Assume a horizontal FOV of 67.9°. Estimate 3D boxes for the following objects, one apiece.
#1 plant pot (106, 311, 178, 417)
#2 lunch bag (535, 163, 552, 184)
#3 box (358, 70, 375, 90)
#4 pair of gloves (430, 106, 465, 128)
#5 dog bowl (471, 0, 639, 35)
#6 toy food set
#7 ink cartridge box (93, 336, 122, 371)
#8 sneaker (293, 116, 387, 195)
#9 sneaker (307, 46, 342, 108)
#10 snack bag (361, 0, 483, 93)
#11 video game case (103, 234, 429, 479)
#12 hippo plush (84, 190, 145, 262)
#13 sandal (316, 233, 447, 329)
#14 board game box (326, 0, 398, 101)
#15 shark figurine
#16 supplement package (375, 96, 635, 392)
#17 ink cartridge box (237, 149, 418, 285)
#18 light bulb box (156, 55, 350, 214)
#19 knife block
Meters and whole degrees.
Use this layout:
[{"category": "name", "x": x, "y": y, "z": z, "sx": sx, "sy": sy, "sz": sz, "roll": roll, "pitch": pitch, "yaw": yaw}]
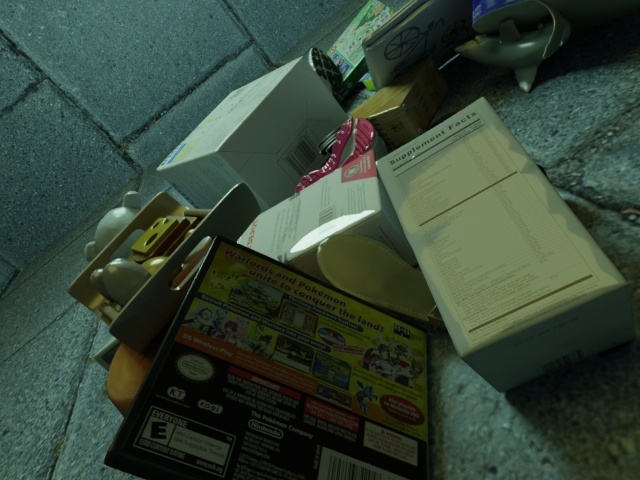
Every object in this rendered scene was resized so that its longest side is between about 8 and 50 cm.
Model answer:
[{"category": "plant pot", "x": -0.118, "y": 0.166, "z": 0.600, "sx": 0.291, "sy": 0.203, "sz": 0.290, "roll": -29, "pitch": 30, "yaw": 18}, {"category": "lunch bag", "x": 0.245, "y": -0.047, "z": 0.611, "sx": 0.098, "sy": 0.067, "sz": 0.065, "roll": -52, "pitch": 30, "yaw": -20}, {"category": "box", "x": 0.197, "y": -0.469, "z": 1.313, "sx": 0.109, "sy": 0.042, "sz": 0.178, "roll": -47, "pitch": 27, "yaw": -16}, {"category": "pair of gloves", "x": 0.251, "y": -0.229, "z": 0.930, "sx": 0.074, "sy": 0.010, "sz": 0.083, "roll": -25, "pitch": 30, "yaw": 26}, {"category": "dog bowl", "x": 0.391, "y": -0.426, "z": 0.796, "sx": 0.265, "sy": 0.104, "sz": 0.265, "roll": -2, "pitch": 10, "yaw": 0}, {"category": "toy food set", "x": -0.232, "y": 0.012, "z": 0.642, "sx": 0.306, "sy": 0.092, "sz": 0.219, "roll": 7, "pitch": 54, "yaw": 54}, {"category": "ink cartridge box", "x": -0.402, "y": 0.186, "z": 1.107, "sx": 0.189, "sy": 0.066, "sz": 0.232, "roll": -40, "pitch": 7, "yaw": 1}, {"category": "sneaker", "x": 0.046, "y": -0.111, "z": 0.929, "sx": 0.252, "sy": 0.111, "sz": 0.103, "roll": -49, "pitch": 56, "yaw": 23}, {"category": "sneaker", "x": -0.012, "y": -0.440, "z": 1.382, "sx": 0.110, "sy": 0.107, "sz": 0.275, "roll": -25, "pitch": 60, "yaw": 45}, {"category": "snack bag", "x": 0.252, "y": -0.450, "z": 1.020, "sx": 0.343, "sy": 0.037, "sz": 0.323, "roll": -35, "pitch": -12, "yaw": 10}, {"category": "video game case", "x": -0.017, "y": 0.138, "z": 0.464, "sx": 0.035, "sy": 0.275, "sz": 0.248, "roll": -56, "pitch": 13, "yaw": 40}, {"category": "hippo plush", "x": -0.312, "y": 0.058, "z": 0.880, "sx": 0.234, "sy": 0.237, "sz": 0.294, "roll": -62, "pitch": 5, "yaw": -4}, {"category": "sandal", "x": 0.101, "y": 0.069, "z": 0.612, "sx": 0.240, "sy": 0.079, "sz": 0.088, "roll": 20, "pitch": 63, "yaw": 31}, {"category": "board game box", "x": 0.103, "y": -0.576, "z": 1.454, "sx": 0.317, "sy": 0.046, "sz": 0.213, "roll": -46, "pitch": 38, "yaw": 19}, {"category": "shark figurine", "x": 0.361, "y": -0.314, "z": 0.809, "sx": 0.167, "sy": 0.116, "sz": 0.278, "roll": 2, "pitch": 12, "yaw": -9}, {"category": "supplement package", "x": 0.173, "y": 0.000, "z": 0.479, "sx": 0.139, "sy": 0.134, "sz": 0.243, "roll": -29, "pitch": 49, "yaw": 17}, {"category": "ink cartridge box", "x": 0.000, "y": 0.000, "z": 0.788, "sx": 0.283, "sy": 0.117, "sz": 0.207, "roll": -28, "pitch": 30, "yaw": 21}, {"category": "light bulb box", "x": -0.177, "y": -0.244, "z": 1.249, "sx": 0.361, "sy": 0.225, "sz": 0.357, "roll": 0, "pitch": 48, "yaw": 52}, {"category": "knife block", "x": 0.127, "y": -0.270, "z": 1.058, "sx": 0.242, "sy": 0.088, "sz": 0.275, "roll": -6, "pitch": 44, "yaw": 46}]
